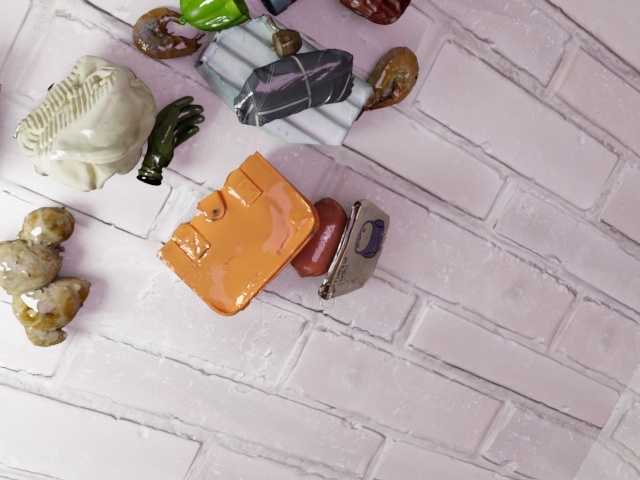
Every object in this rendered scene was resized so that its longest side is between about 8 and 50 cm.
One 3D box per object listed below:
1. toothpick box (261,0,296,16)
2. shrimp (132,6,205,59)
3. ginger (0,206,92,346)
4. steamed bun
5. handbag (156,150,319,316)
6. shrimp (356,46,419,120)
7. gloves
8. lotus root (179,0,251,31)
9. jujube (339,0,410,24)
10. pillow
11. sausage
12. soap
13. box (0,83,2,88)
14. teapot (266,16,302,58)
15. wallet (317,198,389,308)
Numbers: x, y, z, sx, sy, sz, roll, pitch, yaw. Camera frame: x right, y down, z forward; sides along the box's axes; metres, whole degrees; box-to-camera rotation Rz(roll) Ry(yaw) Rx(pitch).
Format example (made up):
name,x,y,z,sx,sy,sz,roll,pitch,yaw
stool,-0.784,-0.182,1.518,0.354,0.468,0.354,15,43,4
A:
name,x,y,z,sx,sy,sz,roll,pitch,yaw
toothpick box,-0.087,-0.692,1.587,0.153,0.101,0.101,-37,112,-6
shrimp,-0.399,-0.546,1.550,0.187,0.051,0.133,-1,105,-15
ginger,-0.740,0.106,1.550,0.256,0.176,0.376,-19,110,-29
steamed bun,-0.551,-0.269,1.463,0.237,0.393,0.347,42,48,-46
handbag,-0.224,-0.013,1.659,0.303,0.116,0.410,44,92,-3
shrimp,0.193,-0.458,1.765,0.267,0.061,0.145,-49,122,-3
gloves,-0.414,-0.274,1.584,0.107,0.135,0.268,31,81,3
lotus root,-0.296,-0.606,1.509,0.186,0.186,0.186,-5,105,-17
jujube,0.139,-0.711,1.617,0.243,0.183,0.183,33,92,-22
pillow,-0.065,-0.390,1.503,0.334,0.093,0.162,-20,131,-13
sausage,0.000,0.000,1.776,0.148,0.148,0.255,31,91,-22
soap,-0.109,-0.428,1.620,0.446,0.156,0.261,28,94,-23
box,-0.856,-0.261,1.418,0.097,0.168,0.265,9,103,-17
teapot,-0.096,-0.520,1.481,0.080,0.085,0.110,-23,89,-14
wallet,0.113,0.039,1.793,0.274,0.068,0.336,2,110,-62
